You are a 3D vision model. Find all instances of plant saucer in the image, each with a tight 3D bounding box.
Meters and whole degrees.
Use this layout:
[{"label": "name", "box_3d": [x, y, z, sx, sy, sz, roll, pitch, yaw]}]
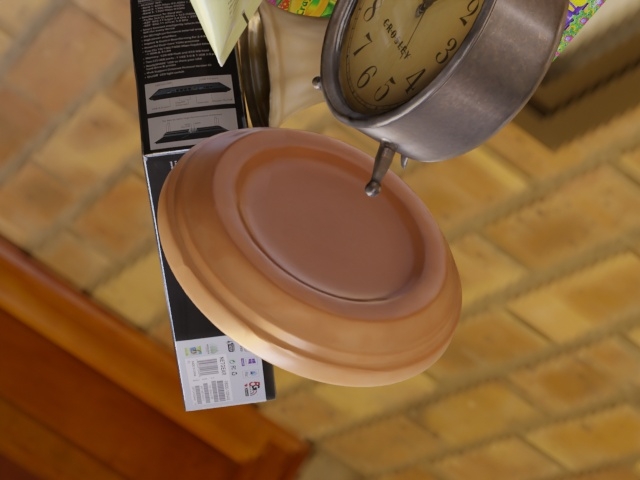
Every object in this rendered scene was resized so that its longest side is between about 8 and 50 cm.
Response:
[{"label": "plant saucer", "box_3d": [0.000, 0.000, 1.192, 0.037, 0.200, 0.200, -58, -171, 40]}]

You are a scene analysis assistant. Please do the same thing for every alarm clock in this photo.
[{"label": "alarm clock", "box_3d": [0.073, -0.116, 0.940, 0.192, 0.064, 0.129, -53, -148, 22]}]

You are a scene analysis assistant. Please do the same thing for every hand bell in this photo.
[{"label": "hand bell", "box_3d": [0.061, -0.158, 1.669, 0.126, 0.242, 0.126, 174, -90, -78]}]

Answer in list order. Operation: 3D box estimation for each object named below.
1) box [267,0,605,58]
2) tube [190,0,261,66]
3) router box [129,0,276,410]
[{"label": "box", "box_3d": [0.126, -0.306, 1.829, 0.290, 0.279, 0.177, -50, -145, 28]}, {"label": "tube", "box_3d": [-0.084, -0.224, 1.167, 0.070, 0.240, 0.062, -32, -143, -11]}, {"label": "router box", "box_3d": [-0.094, -0.053, 1.568, 0.309, 0.081, 0.243, 86, -4, -50]}]
